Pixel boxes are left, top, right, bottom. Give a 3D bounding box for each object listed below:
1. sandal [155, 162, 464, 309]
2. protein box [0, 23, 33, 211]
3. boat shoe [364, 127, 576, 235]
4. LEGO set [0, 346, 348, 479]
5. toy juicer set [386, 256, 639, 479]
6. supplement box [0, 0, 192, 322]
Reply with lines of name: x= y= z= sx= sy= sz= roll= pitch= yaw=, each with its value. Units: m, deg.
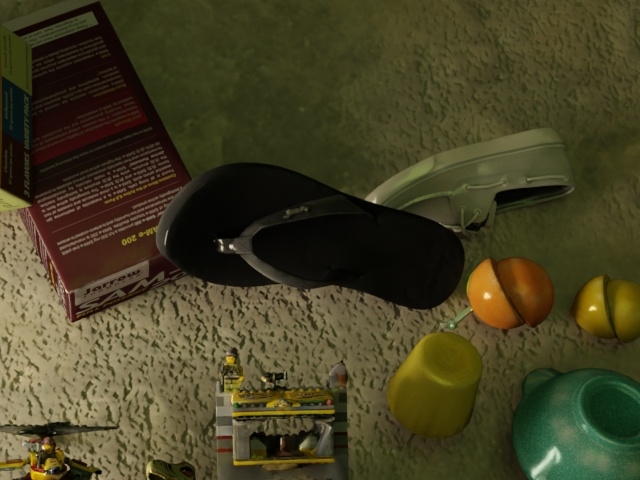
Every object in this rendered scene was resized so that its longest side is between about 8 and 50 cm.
sandal: x=0.001 y=-0.001 z=1.224 sx=0.254 sy=0.054 sz=0.097 roll=8 pitch=104 yaw=-21
protein box: x=-0.347 y=-0.098 z=1.159 sx=0.201 sy=0.200 sz=0.136 roll=-10 pitch=72 yaw=18
boat shoe: x=0.126 y=-0.038 z=1.309 sx=0.184 sy=0.066 sz=0.063 roll=-15 pitch=68 yaw=-23
LEGO set: x=-0.094 y=0.177 z=1.080 sx=0.331 sy=0.255 sz=0.192 roll=-1 pitch=94 yaw=5
toy juicer set: x=0.232 y=0.132 z=1.242 sx=0.329 sy=0.089 sz=0.209 roll=28 pitch=49 yaw=9
supplement box: x=-0.191 y=-0.069 z=1.274 sx=0.130 sy=0.073 sz=0.239 roll=-22 pitch=71 yaw=-15
